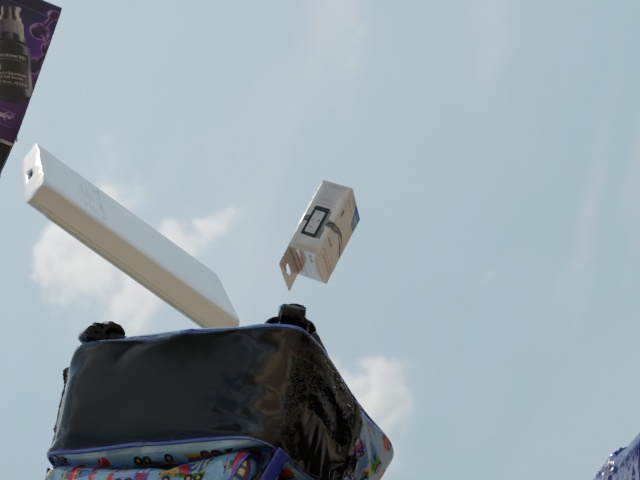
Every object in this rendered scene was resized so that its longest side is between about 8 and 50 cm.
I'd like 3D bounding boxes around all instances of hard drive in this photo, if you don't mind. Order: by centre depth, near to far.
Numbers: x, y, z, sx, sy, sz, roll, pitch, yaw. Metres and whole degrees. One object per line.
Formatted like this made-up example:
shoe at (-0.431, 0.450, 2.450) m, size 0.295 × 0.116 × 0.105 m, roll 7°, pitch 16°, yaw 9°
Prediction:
hard drive at (-0.248, 0.001, 1.718) m, size 0.307 × 0.203 × 0.040 m, roll 38°, pitch -85°, yaw -22°

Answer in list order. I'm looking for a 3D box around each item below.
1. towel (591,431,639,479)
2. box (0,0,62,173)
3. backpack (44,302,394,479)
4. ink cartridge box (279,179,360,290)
towel at (0.197, 0.178, 0.673) m, size 0.308 × 0.076 × 0.227 m, roll 119°, pitch 169°, yaw -46°
box at (-0.391, -0.182, 1.456) m, size 0.108 × 0.153 × 0.207 m, roll 132°, pitch 153°, yaw -52°
backpack at (-0.046, 0.125, 0.731) m, size 0.173 × 0.158 × 0.116 m, roll 54°, pitch -142°, yaw -47°
ink cartridge box at (0.000, 0.000, 1.063) m, size 0.083 × 0.028 × 0.048 m, roll -62°, pitch -23°, yaw -24°
